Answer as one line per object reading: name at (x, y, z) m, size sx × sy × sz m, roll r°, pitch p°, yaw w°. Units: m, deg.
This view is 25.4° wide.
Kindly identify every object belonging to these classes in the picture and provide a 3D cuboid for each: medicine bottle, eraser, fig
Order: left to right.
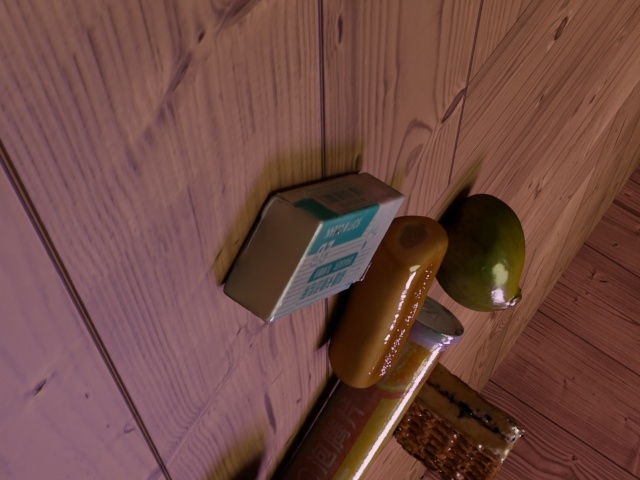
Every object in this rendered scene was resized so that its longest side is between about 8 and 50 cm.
eraser at (0.000, 0.000, 1.177) m, size 0.095 × 0.052 × 0.225 m, roll -62°, pitch 166°, yaw 16°
medicine bottle at (0.030, 0.260, 1.791) m, size 0.426 × 0.108 × 0.108 m, roll -61°, pitch 167°, yaw 17°
fig at (0.202, 0.016, 1.819) m, size 0.136 × 0.121 × 0.153 m, roll -50°, pitch 141°, yaw -48°

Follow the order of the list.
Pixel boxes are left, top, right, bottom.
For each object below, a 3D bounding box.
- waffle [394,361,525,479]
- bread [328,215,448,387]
waffle at (0.242, 0.350, 2.554) m, size 0.091 × 0.213 × 0.308 m, roll -49°, pitch 166°, yaw -19°
bread at (0.065, 0.067, 1.526) m, size 0.092 × 0.074 × 0.239 m, roll -38°, pitch 158°, yaw -38°
